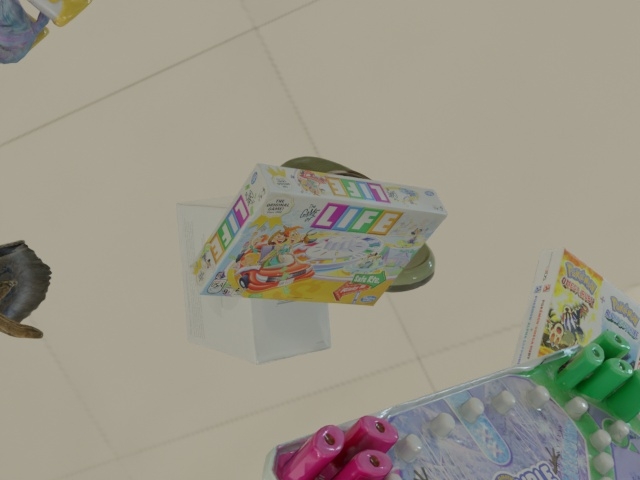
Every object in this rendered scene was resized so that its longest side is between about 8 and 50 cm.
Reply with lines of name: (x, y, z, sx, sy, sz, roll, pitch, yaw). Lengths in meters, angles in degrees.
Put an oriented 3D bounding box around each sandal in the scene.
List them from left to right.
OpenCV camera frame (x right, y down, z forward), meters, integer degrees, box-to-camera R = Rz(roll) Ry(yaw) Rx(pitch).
sandal: (0.046, -0.043, 1.377, 0.120, 0.303, 0.086, -28, 132, -20)

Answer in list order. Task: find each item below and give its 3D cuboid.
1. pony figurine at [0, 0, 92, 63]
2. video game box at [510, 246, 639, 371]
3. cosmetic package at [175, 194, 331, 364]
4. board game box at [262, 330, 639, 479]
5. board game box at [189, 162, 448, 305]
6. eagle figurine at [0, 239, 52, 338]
pony figurine: (-0.362, -0.347, 0.992, 0.351, 0.303, 0.363, -40, 111, 4)
video game box: (0.343, 0.138, 1.379, 0.205, 0.187, 0.048, 33, 151, -29)
cosmetic package: (-0.103, 0.050, 1.598, 0.138, 0.224, 0.224, -9, 99, -33)
board game box: (0.201, 0.247, 0.681, 0.050, 0.390, 0.390, -49, 63, 35)
board game box: (0.000, 0.000, 0.738, 0.154, 0.026, 0.103, 6, 134, -36)
eagle figurine: (-0.488, 0.058, 1.401, 0.225, 0.298, 0.226, -35, 102, -8)
